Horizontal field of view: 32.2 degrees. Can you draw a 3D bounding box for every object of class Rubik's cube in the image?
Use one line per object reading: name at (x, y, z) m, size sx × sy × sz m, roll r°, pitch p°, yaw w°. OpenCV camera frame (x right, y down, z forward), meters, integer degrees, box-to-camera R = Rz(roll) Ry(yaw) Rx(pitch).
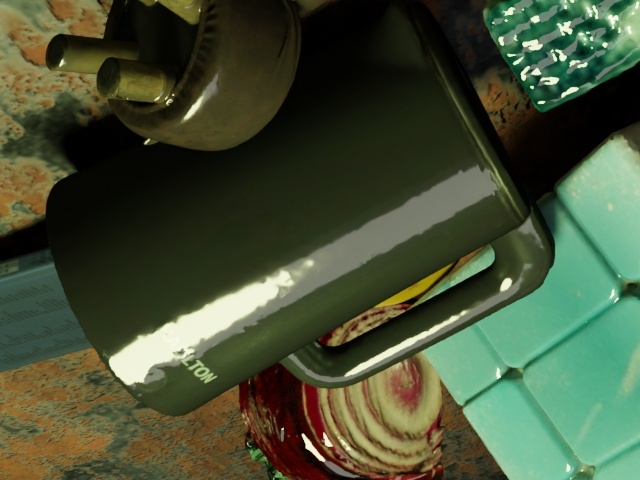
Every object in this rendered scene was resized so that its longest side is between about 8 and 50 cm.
Rubik's cube at (0.332, 0.076, 1.009) m, size 0.318 × 0.316 × 0.322 m, roll -23°, pitch 165°, yaw -44°

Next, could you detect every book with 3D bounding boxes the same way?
book at (-0.269, 0.068, 0.987) m, size 0.269 × 0.025 × 0.191 m, roll -15°, pitch 155°, yaw 11°

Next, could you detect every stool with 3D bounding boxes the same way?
stool at (-0.066, -0.139, 0.652) m, size 0.121 × 0.125 × 0.217 m, roll 17°, pitch 128°, yaw -47°

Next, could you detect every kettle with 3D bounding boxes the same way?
kettle at (-0.003, 0.001, 0.820) m, size 0.308 × 0.262 × 0.203 m, roll -27°, pitch -172°, yaw 13°

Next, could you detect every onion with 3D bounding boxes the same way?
onion at (0.006, 0.170, 1.207) m, size 0.207 × 0.216 × 0.206 m, roll 3°, pitch 169°, yaw -29°

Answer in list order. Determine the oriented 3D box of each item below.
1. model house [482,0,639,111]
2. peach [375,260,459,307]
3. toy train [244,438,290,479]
model house at (0.160, -0.174, 0.546) m, size 0.253 × 0.291 × 0.184 m, roll -29°, pitch 157°, yaw 21°
peach at (0.057, -0.009, 0.998) m, size 0.179 × 0.103 × 0.179 m, roll -19°, pitch 155°, yaw -9°
toy train at (-0.014, 0.270, 1.489) m, size 0.154 × 0.115 × 0.269 m, roll -21°, pitch 155°, yaw -15°
